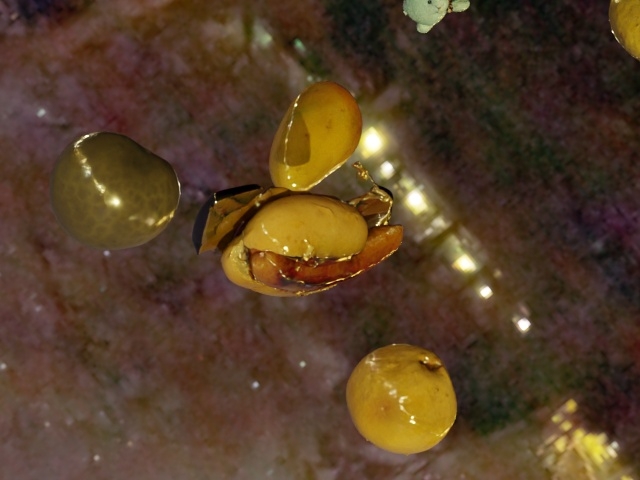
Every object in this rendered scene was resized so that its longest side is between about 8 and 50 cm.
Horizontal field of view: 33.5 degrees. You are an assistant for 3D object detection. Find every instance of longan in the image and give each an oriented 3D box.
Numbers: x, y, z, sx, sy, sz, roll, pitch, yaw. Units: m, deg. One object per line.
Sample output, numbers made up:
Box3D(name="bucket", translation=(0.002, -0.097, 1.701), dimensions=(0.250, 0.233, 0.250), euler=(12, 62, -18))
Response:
Box3D(name="longan", translation=(-0.339, -0.079, 1.736), dimensions=(0.212, 0.198, 0.198), euler=(8, -148, -33))

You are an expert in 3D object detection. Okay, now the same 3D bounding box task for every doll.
Box3D(name="doll", translation=(0.240, -0.459, 1.994), dimensions=(0.120, 0.179, 0.075), euler=(57, -152, -38))

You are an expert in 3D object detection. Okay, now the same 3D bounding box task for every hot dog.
Box3D(name="hot dog", translation=(-0.004, 0.004, 1.398), dimensions=(0.107, 0.326, 0.194), euler=(62, 145, 27))

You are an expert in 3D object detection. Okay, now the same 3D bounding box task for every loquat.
Box3D(name="loquat", translation=(0.153, 0.296, 1.968), dimensions=(0.208, 0.208, 0.208), euler=(51, -175, -6))

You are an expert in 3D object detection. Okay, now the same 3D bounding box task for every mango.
Box3D(name="mango", translation=(-0.007, -0.175, 1.846), dimensions=(0.138, 0.253, 0.113), euler=(26, 147, 1))

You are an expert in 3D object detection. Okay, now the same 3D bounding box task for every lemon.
Box3D(name="lemon", translation=(0.649, -0.414, 2.012), dimensions=(0.207, 0.170, 0.170), euler=(42, -177, 15))
